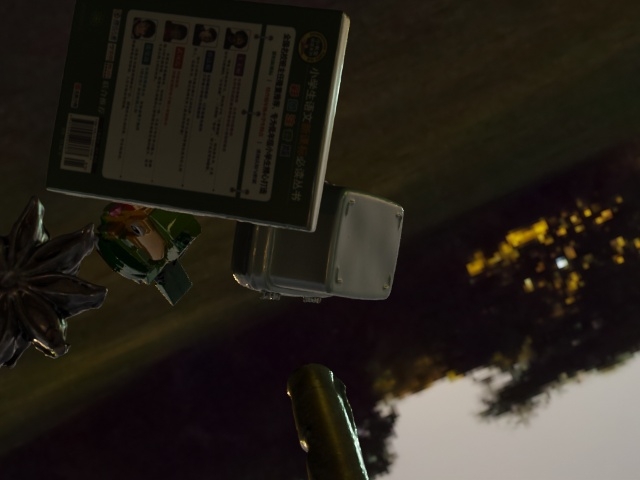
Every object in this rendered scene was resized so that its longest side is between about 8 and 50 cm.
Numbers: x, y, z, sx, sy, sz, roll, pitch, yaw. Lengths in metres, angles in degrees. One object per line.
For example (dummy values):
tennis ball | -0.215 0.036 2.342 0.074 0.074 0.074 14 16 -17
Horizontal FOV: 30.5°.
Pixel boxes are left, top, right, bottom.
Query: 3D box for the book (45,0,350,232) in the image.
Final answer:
book | -0.117 -0.125 1.085 0.264 0.202 0.027 9 177 14

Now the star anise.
star anise | -0.400 0.064 1.537 0.235 0.223 0.109 -12 163 -10

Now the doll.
doll | -0.201 -0.005 1.410 0.106 0.134 0.186 -47 178 -27

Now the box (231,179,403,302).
box | 0.000 0.000 1.335 0.129 0.148 0.210 9 179 25

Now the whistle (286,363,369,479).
whistle | 0.020 0.251 1.239 0.067 0.057 0.326 -24 -146 3
